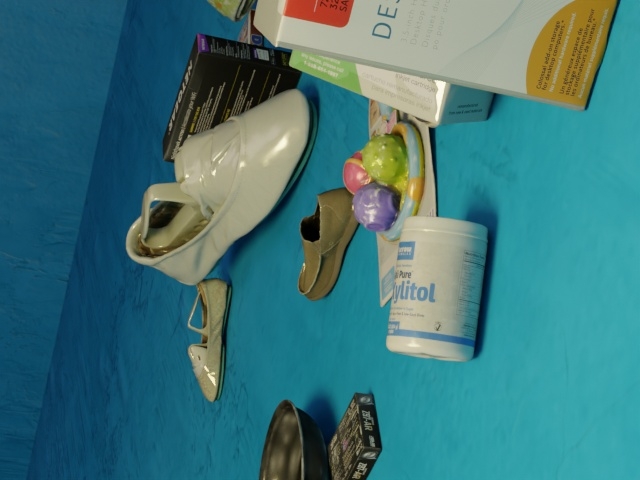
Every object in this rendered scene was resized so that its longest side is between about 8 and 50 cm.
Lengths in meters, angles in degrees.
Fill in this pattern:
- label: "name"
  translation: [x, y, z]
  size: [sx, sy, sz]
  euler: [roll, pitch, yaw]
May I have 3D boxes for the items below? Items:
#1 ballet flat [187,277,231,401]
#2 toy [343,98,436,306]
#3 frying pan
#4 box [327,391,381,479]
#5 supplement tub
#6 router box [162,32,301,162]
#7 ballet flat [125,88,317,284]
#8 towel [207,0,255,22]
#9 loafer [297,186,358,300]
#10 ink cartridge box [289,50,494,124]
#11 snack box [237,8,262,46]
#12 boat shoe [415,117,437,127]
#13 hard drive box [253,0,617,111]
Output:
- label: "ballet flat"
  translation: [-0.154, 0.132, 1.958]
  size: [0.057, 0.052, 0.168]
  euler: [139, 137, -66]
- label: "toy"
  translation: [0.055, -0.075, 1.369]
  size: [0.137, 0.056, 0.237]
  euler: [125, 151, -58]
- label: "frying pan"
  translation: [-0.014, 0.237, 1.402]
  size: [0.326, 0.053, 0.197]
  euler: [130, 144, -65]
- label: "box"
  translation: [0.031, 0.193, 1.363]
  size: [0.067, 0.018, 0.083]
  euler: [-99, 24, -47]
- label: "supplement tub"
  translation: [0.092, 0.039, 1.155]
  size: [0.071, 0.071, 0.107]
  euler: [165, 113, -72]
- label: "router box"
  translation: [-0.114, -0.167, 1.854]
  size: [0.046, 0.133, 0.179]
  euler: [-99, 25, -47]
- label: "ballet flat"
  translation: [-0.139, -0.059, 1.816]
  size: [0.400, 0.139, 0.139]
  euler: [134, 143, -52]
- label: "towel"
  translation: [-0.189, -0.486, 1.956]
  size: [0.090, 0.374, 0.320]
  euler: [-46, 2, -25]
- label: "loafer"
  translation: [0.000, 0.000, 1.520]
  size: [0.056, 0.050, 0.148]
  euler: [-101, 27, -51]
- label: "ink cartridge box"
  translation: [0.081, -0.217, 1.175]
  size: [0.154, 0.093, 0.212]
  euler: [26, 109, 28]
- label: "snack box"
  translation: [-0.098, -0.232, 2.034]
  size: [0.064, 0.022, 0.178]
  euler: [122, 153, -53]
- label: "boat shoe"
  translation: [0.103, -0.198, 1.262]
  size: [0.075, 0.065, 0.206]
  euler: [-114, 37, -62]
- label: "hard drive box"
  translation: [0.090, -0.204, 1.015]
  size: [0.089, 0.232, 0.181]
  euler: [-124, 45, -67]
